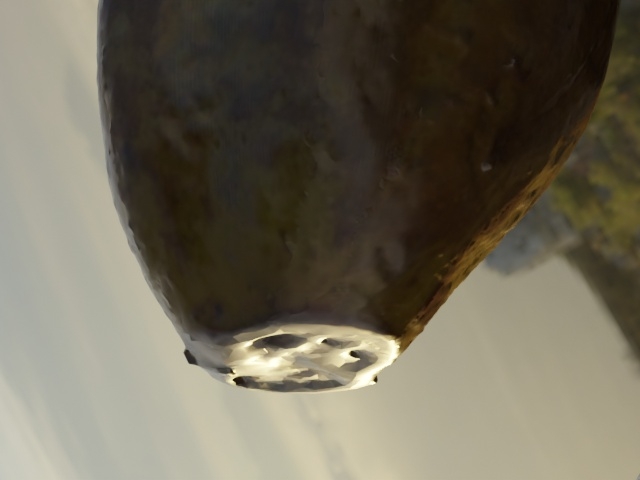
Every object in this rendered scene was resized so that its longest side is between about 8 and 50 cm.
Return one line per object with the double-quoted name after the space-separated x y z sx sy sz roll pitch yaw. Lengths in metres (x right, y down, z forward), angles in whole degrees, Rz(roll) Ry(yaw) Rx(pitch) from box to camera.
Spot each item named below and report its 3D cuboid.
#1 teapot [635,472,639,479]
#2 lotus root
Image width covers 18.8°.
0.276 0.286 1.338 0.337 0.200 0.270 -145 42 -81 "teapot"
0.017 -0.033 0.732 0.188 0.199 0.180 40 -128 -55 "lotus root"
